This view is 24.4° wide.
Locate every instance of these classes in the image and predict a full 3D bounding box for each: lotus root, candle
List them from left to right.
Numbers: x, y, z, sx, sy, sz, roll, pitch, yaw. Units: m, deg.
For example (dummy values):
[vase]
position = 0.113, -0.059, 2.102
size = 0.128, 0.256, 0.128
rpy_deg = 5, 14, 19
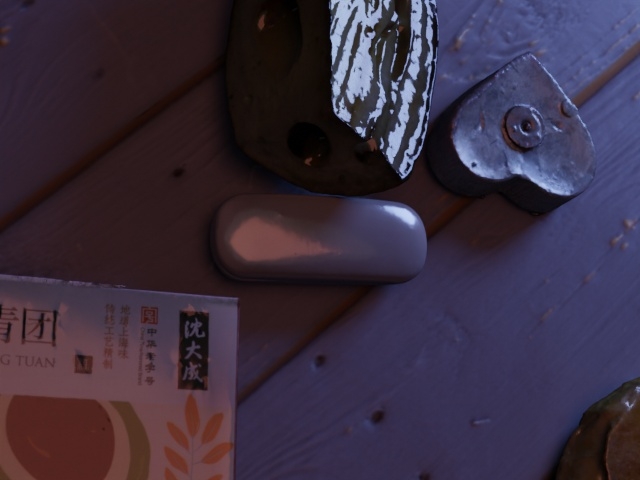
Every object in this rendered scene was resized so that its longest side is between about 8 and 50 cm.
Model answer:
[lotus root]
position = 0.009, -0.204, 1.550
size = 0.210, 0.142, 0.314
rpy_deg = 26, 61, -37
[candle]
position = 0.215, -0.122, 1.640
size = 0.192, 0.068, 0.168
rpy_deg = 10, 73, -23

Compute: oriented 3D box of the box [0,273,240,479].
[box]
position = -0.258, 0.233, 1.341
size = 0.345, 0.122, 0.385
rpy_deg = 6, 75, -20

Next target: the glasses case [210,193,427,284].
[glasses case]
position = 0.000, 0.000, 1.531
size = 0.234, 0.059, 0.092
rpy_deg = 1, 79, -22

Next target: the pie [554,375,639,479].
[pie]
position = 0.398, 0.300, 1.602
size = 0.340, 0.083, 0.339
rpy_deg = 5, 75, -18
